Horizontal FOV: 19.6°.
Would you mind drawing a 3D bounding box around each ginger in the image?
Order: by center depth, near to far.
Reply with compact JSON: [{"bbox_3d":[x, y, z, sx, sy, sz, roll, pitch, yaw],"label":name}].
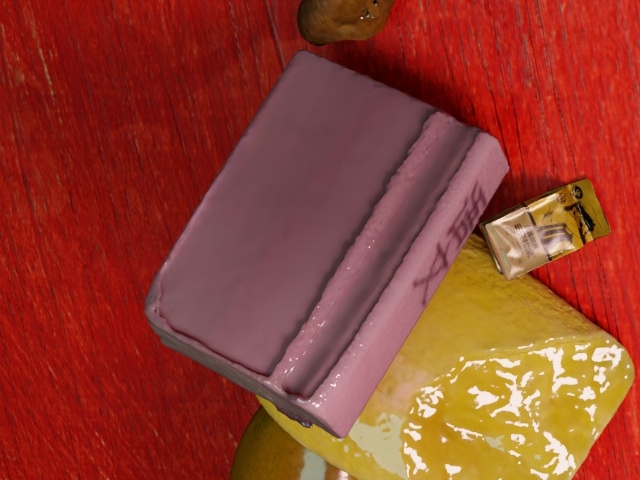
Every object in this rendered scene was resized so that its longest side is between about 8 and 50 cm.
[{"bbox_3d":[0.042,-0.329,2.003,0.133,0.107,0.309,17,124,14],"label":"ginger"}]

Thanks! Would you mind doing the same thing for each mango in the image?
[{"bbox_3d":[0.001,0.332,2.250,0.264,0.221,0.378,31,128,48],"label":"mango"}]

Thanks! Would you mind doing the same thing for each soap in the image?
[{"bbox_3d":[0.112,0.132,2.079,0.427,0.115,0.306,30,89,17],"label":"soap"}]

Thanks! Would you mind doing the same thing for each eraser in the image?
[{"bbox_3d":[0.000,0.000,2.027,0.272,0.359,0.122,28,167,27],"label":"eraser"}]

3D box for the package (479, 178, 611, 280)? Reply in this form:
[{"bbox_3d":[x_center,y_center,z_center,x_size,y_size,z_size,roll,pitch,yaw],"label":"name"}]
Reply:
[{"bbox_3d":[0.244,-0.013,2.021,0.131,0.047,0.071,-26,95,4],"label":"package"}]
